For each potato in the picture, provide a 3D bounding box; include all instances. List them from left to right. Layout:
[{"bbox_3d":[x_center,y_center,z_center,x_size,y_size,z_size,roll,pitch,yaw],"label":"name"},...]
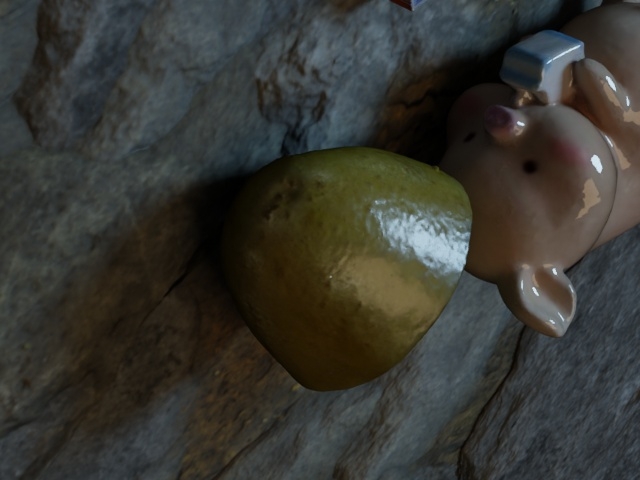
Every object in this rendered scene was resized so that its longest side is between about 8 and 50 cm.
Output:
[{"bbox_3d":[0.000,0.000,1.194,0.203,0.178,0.158,-35,131,20],"label":"potato"}]

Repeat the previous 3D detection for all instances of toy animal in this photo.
[{"bbox_3d":[0.208,-0.078,1.305,0.256,0.195,0.213,-27,130,-23],"label":"toy animal"}]

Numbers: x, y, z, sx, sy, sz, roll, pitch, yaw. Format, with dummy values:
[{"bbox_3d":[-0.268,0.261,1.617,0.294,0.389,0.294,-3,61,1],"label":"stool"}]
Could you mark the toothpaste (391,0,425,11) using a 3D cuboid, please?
[{"bbox_3d":[0.129,-0.247,1.193,0.196,0.047,0.040,-38,138,-16],"label":"toothpaste"}]
